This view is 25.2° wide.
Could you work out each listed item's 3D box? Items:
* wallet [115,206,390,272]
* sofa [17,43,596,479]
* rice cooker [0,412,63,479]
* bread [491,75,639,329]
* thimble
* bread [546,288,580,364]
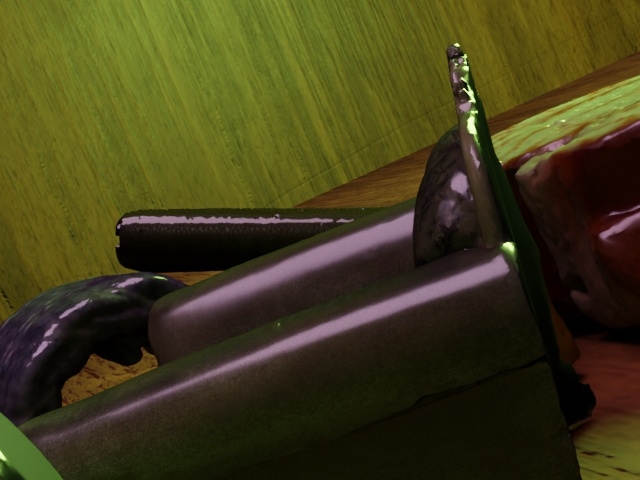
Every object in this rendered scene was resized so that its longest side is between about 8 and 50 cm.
[{"bbox_3d":[0.000,0.000,0.753,0.198,0.031,0.110,-1,-3,5],"label":"wallet"},{"bbox_3d":[-0.003,0.047,0.556,0.200,0.182,0.258,-23,6,10],"label":"sofa"},{"bbox_3d":[-0.149,0.121,0.264,0.226,0.226,0.244,-22,6,9],"label":"rice cooker"},{"bbox_3d":[0.221,-0.046,0.870,0.295,0.114,0.327,-26,5,-21],"label":"bread"},{"bbox_3d":[-0.101,0.089,0.722,0.150,0.150,0.098,-26,9,-29],"label":"thimble"},{"bbox_3d":[0.017,0.069,0.809,0.139,0.077,0.271,-29,11,-24],"label":"bread"}]
